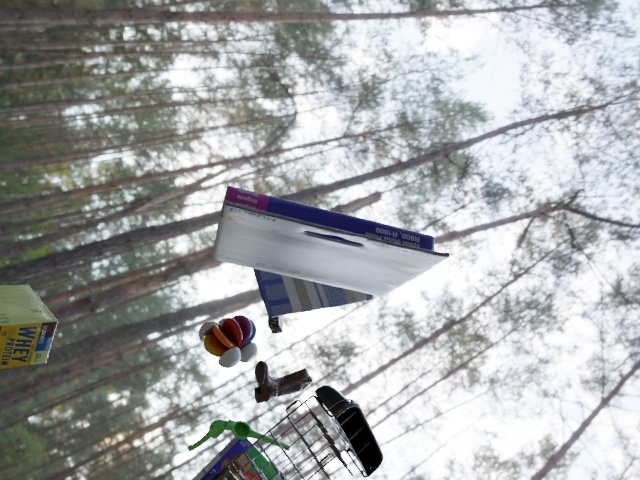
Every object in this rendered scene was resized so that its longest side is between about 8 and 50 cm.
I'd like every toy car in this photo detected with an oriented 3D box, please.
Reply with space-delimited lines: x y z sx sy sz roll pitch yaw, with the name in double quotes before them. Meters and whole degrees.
"toy car" -0.264 0.286 1.974 0.159 0.182 0.136 45 -65 23

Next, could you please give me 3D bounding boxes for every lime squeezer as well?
"lime squeezer" -0.242 0.548 1.815 0.310 0.059 0.110 -6 -76 15

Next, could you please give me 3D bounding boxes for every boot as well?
"boot" -0.067 0.255 1.234 0.037 0.114 0.107 55 -35 44

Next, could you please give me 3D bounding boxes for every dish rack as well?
"dish rack" -0.047 0.345 0.958 0.074 0.271 0.208 41 -18 43

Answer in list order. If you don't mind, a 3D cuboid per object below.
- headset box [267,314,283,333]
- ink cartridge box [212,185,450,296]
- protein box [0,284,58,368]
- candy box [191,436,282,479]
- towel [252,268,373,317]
"headset box" -0.121 0.200 1.753 0.062 0.032 0.083 75 12 -58
"ink cartridge box" 0.000 0.000 1.034 0.330 0.323 0.072 128 -25 -70
"protein box" -0.845 0.226 1.730 0.201 0.199 0.136 34 -70 36
"candy box" -0.292 0.864 2.212 0.268 0.317 0.122 47 -18 -2
"towel" -0.025 0.078 1.585 0.209 0.284 0.034 67 -29 28
